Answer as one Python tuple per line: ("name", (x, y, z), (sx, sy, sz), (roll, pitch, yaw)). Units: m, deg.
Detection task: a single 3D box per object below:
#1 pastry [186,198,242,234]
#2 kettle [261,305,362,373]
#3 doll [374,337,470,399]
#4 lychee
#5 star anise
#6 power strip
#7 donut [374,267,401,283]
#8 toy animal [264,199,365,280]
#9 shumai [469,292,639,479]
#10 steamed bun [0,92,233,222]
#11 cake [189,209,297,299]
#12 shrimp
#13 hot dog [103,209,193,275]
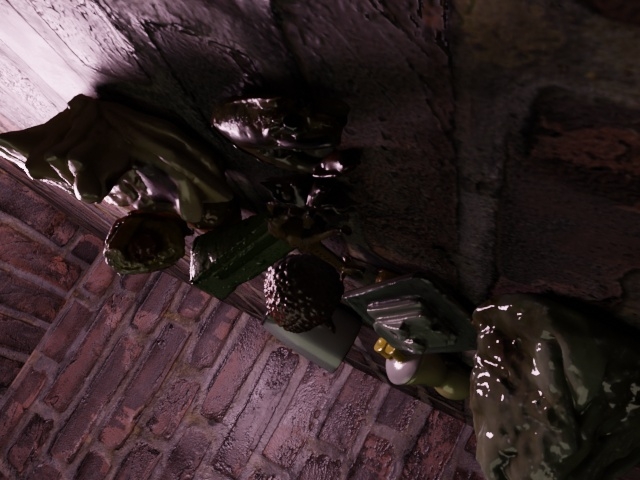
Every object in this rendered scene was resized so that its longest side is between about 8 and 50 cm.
("pastry", (-0.214, -0.061, 1.062), (0.153, 0.081, 0.153), (30, 157, 14))
("kettle", (-0.028, 0.213, 1.518), (0.237, 0.161, 0.221), (29, -164, 0))
("doll", (0.266, 0.307, 1.371), (0.297, 0.117, 0.141), (21, 163, -26))
("lychee", (-0.026, 0.111, 1.129), (0.197, 0.165, 0.165), (47, 162, -7))
("star anise", (0.002, -0.050, 0.752), (0.124, 0.056, 0.129), (11, 170, 39))
("power strip", (0.155, 0.148, 0.968), (0.198, 0.064, 0.213), (41, 146, -19))
("donut", (0.135, 0.088, 0.998), (0.067, 0.037, 0.083), (16, 159, 30))
("toy animal", (-0.009, -0.001, 0.920), (0.149, 0.054, 0.275), (9, 158, 13))
("shumai", (0.315, 0.250, 0.775), (0.310, 0.263, 0.304), (12, 160, 47))
("steamed bun", (-0.363, -0.131, 0.922), (0.428, 0.189, 0.247), (19, 155, 34))
("cake", (-0.124, 0.026, 0.994), (0.236, 0.099, 0.100), (-18, 144, 34))
("shrimp", (-0.029, -0.107, 0.638), (0.173, 0.058, 0.253), (30, 170, -38))
("hot dog", (-0.300, -0.011, 0.998), (0.213, 0.146, 0.102), (-136, 33, -67))
